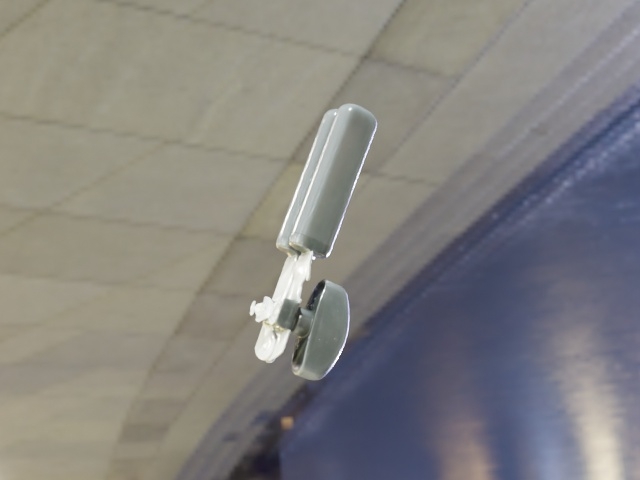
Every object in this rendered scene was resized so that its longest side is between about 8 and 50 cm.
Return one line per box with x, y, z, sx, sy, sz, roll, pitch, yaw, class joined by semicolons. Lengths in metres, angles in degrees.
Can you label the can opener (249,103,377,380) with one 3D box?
0.000;0.000;1.562;0.093;0.280;0.074;20;168;-21;can opener
